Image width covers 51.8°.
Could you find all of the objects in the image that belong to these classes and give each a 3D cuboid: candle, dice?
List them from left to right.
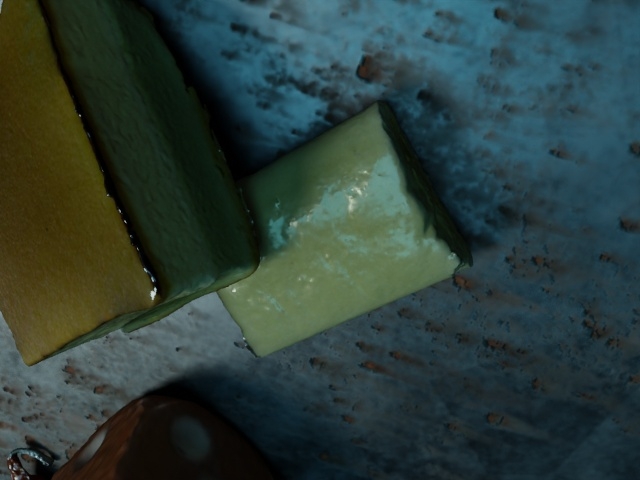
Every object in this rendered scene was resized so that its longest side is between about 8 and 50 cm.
[{"bbox_3d":[-0.274,0.279,0.665,0.048,0.053,0.162,-15,108,11],"label":"candle"},{"bbox_3d":[-0.151,0.257,0.559,0.175,0.179,0.174,-38,102,26],"label":"dice"}]

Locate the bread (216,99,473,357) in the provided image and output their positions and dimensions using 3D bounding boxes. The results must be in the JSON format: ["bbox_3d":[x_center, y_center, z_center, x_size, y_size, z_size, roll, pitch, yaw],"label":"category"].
[{"bbox_3d":[0.000,0.001,0.476,0.178,0.060,0.140,-27,106,21],"label":"bread"}]

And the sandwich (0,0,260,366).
[{"bbox_3d":[-0.168,-0.043,0.451,0.186,0.108,0.220,-25,86,35],"label":"sandwich"}]
